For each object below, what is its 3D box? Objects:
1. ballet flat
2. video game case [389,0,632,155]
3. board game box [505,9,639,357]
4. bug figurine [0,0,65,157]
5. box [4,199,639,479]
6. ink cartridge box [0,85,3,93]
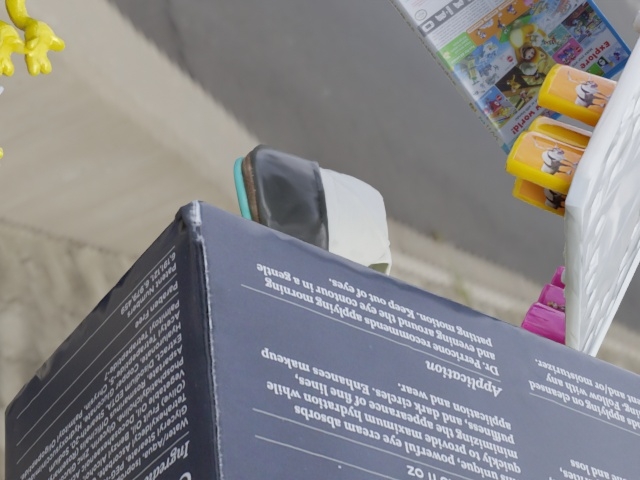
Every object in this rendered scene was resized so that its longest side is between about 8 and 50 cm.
[{"bbox_3d":[0.000,0.000,1.321,0.280,0.096,0.095,79,2,-70],"label":"ballet flat"},{"bbox_3d":[0.130,-0.161,1.334,0.166,0.119,0.015,53,-13,2],"label":"video game case"},{"bbox_3d":[0.215,-0.133,1.146,0.390,0.050,0.390,-64,166,-14],"label":"board game box"},{"bbox_3d":[-0.202,-0.065,0.698,0.216,0.279,0.072,4,20,-43],"label":"bug figurine"},{"bbox_3d":[0.047,0.199,0.823,0.343,0.179,0.313,22,40,-29],"label":"box"},{"bbox_3d":[-0.398,-0.148,1.389,0.289,0.121,0.211,37,-9,-15],"label":"ink cartridge box"}]
